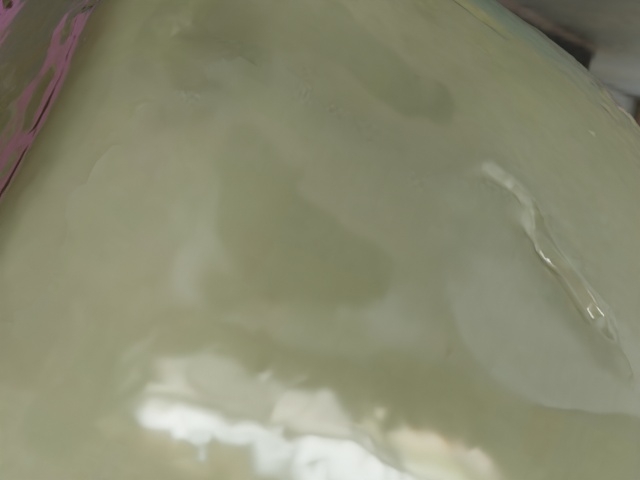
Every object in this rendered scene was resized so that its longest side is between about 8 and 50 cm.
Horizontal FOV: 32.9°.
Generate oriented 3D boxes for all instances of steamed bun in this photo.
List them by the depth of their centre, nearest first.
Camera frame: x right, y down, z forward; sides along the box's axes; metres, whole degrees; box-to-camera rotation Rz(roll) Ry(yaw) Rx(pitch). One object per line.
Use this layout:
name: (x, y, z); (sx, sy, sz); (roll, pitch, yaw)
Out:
steamed bun: (0.000, 0.000, 0.533); (0.371, 0.290, 0.456); (25, -148, -19)
